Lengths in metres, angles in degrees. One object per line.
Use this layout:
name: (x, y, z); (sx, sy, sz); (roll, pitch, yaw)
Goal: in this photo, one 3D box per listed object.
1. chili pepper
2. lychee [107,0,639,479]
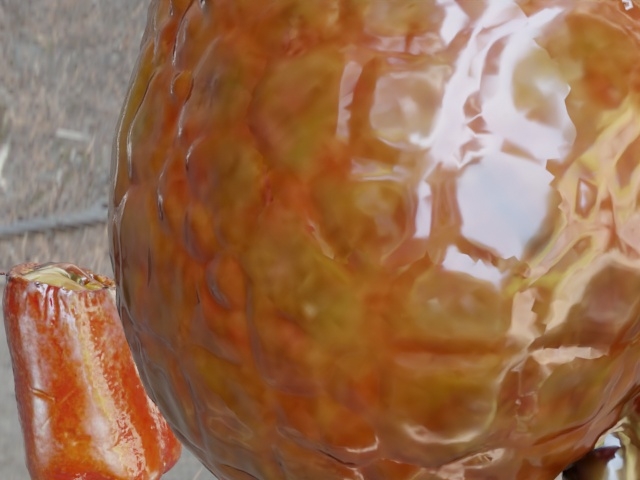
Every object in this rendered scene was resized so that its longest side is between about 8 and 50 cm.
chili pepper: (-0.118, 0.100, 0.967); (0.086, 0.084, 0.192); (-26, 110, -51)
lychee: (0.054, -0.011, 0.597); (0.255, 0.255, 0.300); (-34, 72, -18)
